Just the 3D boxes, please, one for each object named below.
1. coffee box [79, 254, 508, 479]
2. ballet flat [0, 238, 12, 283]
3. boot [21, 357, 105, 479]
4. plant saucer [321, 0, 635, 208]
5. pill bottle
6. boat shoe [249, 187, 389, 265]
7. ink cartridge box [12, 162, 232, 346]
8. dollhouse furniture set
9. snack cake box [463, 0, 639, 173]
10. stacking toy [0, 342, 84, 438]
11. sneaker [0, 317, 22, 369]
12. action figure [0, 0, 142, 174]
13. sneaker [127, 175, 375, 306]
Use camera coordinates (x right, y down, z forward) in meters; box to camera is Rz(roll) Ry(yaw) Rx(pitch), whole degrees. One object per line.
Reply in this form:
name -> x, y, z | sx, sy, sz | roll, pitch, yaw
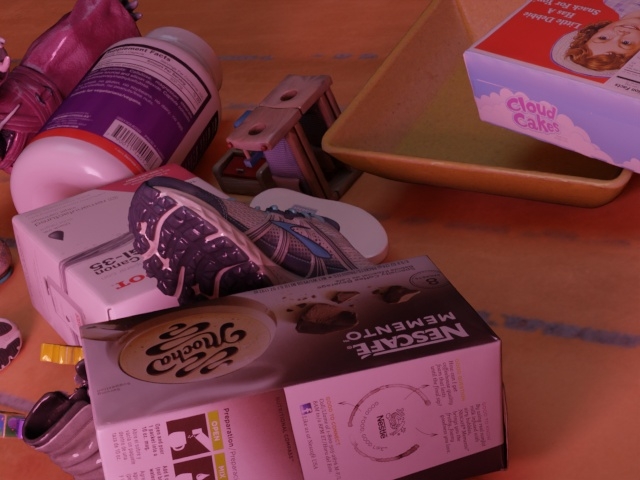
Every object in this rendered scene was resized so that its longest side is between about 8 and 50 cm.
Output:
coffee box -> -0.024, 0.120, 0.907 | 0.297, 0.119, 0.168 | -11, 24, -11
ballet flat -> -0.532, 0.079, 1.448 | 0.316, 0.106, 0.107 | -41, 35, -22
boot -> -0.125, 0.140, 1.028 | 0.246, 0.161, 0.083 | -38, 35, -18
plant saucer -> 0.221, -0.151, 1.248 | 0.332, 0.081, 0.333 | 10, 46, 32
pill bottle -> -0.239, -0.132, 1.473 | 0.181, 0.182, 0.323 | -6, 37, 28
boat shoe -> 0.000, 0.000, 1.230 | 0.184, 0.063, 0.066 | 15, 50, 35
ink cartridge box -> -0.167, 0.034, 1.207 | 0.207, 0.117, 0.283 | -21, 28, -25
dollhouse furniture set -> -0.070, -0.104, 1.364 | 0.183, 0.129, 0.129 | 8, 46, 40
snack cake box -> 0.285, -0.151, 1.087 | 0.152, 0.089, 0.264 | -41, 43, -23
stacking toy -> -0.287, 0.174, 1.115 | 0.221, 0.052, 0.167 | 2, 85, 44
sneaker -> -0.417, 0.147, 1.331 | 0.170, 0.068, 0.071 | -32, 17, -25
action figure -> -0.407, -0.205, 1.634 | 0.275, 0.248, 0.370 | 7, 43, 42
sneaker -> -0.042, 0.021, 1.065 | 0.110, 0.283, 0.122 | -43, 19, 43
